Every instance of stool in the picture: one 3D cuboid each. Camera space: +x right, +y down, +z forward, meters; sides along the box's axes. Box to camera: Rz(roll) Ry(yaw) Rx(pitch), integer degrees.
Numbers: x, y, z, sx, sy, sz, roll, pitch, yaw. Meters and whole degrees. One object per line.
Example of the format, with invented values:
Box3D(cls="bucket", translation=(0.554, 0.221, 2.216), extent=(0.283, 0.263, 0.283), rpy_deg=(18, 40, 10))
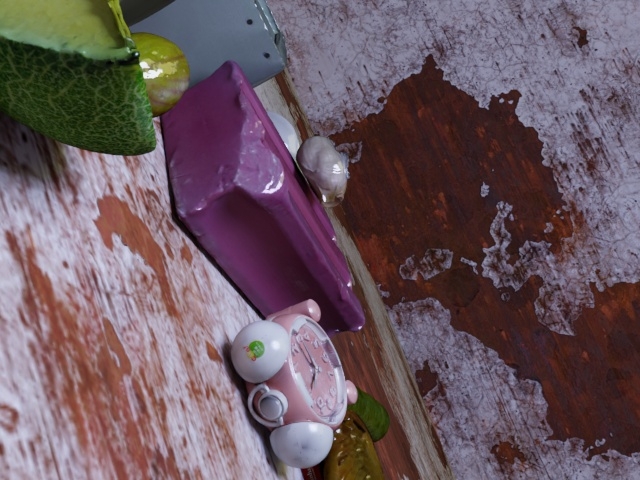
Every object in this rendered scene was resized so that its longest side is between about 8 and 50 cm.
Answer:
Box3D(cls="stool", translation=(-0.177, -0.347, 0.965), extent=(0.243, 0.170, 0.270), rpy_deg=(-98, 162, -66))

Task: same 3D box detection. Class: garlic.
Box3D(cls="garlic", translation=(-0.004, -0.112, 0.983), extent=(0.084, 0.066, 0.152), rpy_deg=(98, -19, -45))

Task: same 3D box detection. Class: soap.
Box3D(cls="soap", translation=(-0.068, -0.032, 0.923), extent=(0.359, 0.128, 0.233), rpy_deg=(58, 10, -49))

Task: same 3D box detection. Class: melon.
Box3D(cls="melon", translation=(-0.198, -0.150, 0.477), extent=(0.169, 0.129, 0.265), rpy_deg=(95, -24, -56))

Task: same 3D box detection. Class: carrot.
Box3D(cls="carrot", translation=(0.028, 0.244, 1.006), extent=(0.358, 0.074, 0.074), rpy_deg=(48, 20, -58))

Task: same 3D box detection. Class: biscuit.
Box3D(cls="biscuit", translation=(0.067, 0.372, 0.857), extent=(0.318, 0.040, 0.318), rpy_deg=(-17, 90, -81))

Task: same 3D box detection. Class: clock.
Box3D(cls="clock", translation=(-0.036, 0.159, 0.763), extent=(0.166, 0.093, 0.162), rpy_deg=(66, 17, -3))

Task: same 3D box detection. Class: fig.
Box3D(cls="fig", translation=(-0.200, -0.152, 0.668), extent=(0.166, 0.093, 0.093), rpy_deg=(-47, 117, -51))

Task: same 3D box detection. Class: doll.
Box3D(cls="doll", translation=(-0.092, -0.130, 1.169), extent=(0.141, 0.117, 0.296), rpy_deg=(37, -11, 14))

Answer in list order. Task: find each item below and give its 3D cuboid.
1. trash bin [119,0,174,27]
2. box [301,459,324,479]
Box3D(cls="trash bin", translation=(-0.248, -0.342, 0.672), extent=(0.247, 0.121, 0.243), rpy_deg=(62, 9, -16))
Box3D(cls="box", translation=(0.001, 0.289, 0.833), extent=(0.082, 0.023, 0.051), rpy_deg=(50, 20, -65))
